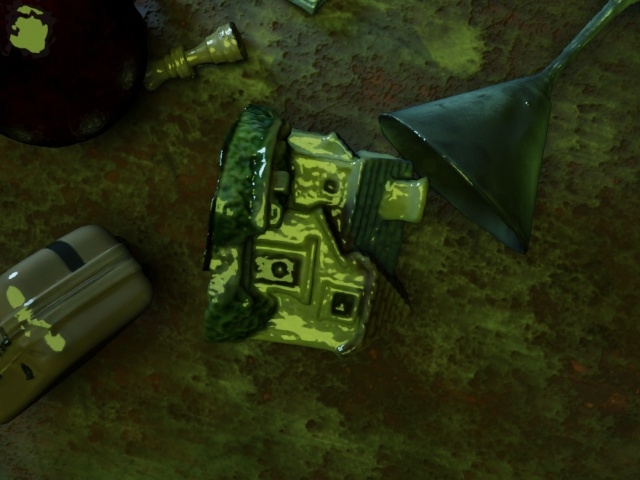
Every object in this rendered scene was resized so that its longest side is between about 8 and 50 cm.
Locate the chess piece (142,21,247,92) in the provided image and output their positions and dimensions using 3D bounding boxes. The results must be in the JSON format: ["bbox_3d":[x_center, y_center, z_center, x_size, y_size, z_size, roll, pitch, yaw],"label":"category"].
[{"bbox_3d":[-0.195,-0.259,1.182,0.172,0.060,0.060,-20,92,7],"label":"chess piece"}]

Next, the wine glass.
[{"bbox_3d":[0.296,-0.216,1.053,0.267,0.267,0.406,42,91,1],"label":"wine glass"}]

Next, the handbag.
[{"bbox_3d":[-0.351,0.099,1.122,0.149,0.283,0.302,51,134,1],"label":"handbag"}]

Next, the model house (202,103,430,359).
[{"bbox_3d":[0.000,0.000,1.084,0.266,0.261,0.321,10,101,1],"label":"model house"}]

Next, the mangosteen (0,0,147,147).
[{"bbox_3d":[-0.357,-0.266,1.091,0.297,0.293,0.297,8,103,35],"label":"mangosteen"}]

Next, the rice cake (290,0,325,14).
[{"bbox_3d":[0.018,-0.435,1.159,0.085,0.040,0.226,34,96,2],"label":"rice cake"}]
